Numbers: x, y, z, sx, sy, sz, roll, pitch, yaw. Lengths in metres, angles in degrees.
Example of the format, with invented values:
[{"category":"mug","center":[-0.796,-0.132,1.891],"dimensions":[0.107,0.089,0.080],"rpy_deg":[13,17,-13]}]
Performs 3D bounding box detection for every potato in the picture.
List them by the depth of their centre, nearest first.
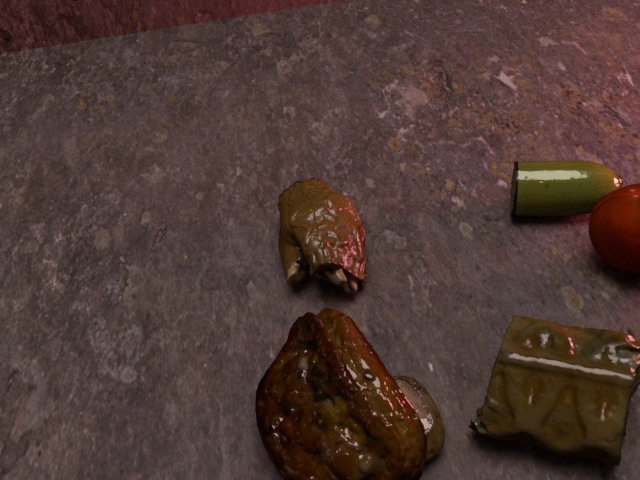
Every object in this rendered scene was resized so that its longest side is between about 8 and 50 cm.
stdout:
[{"category":"potato","center":[0.157,0.312,1.389],"dimensions":[0.107,0.080,0.170],"rpy_deg":[-43,43,6]}]

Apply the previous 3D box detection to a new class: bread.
[{"category":"bread","center":[0.410,0.249,1.347],"dimensions":[0.252,0.239,0.196],"rpy_deg":[17,5,22]}]

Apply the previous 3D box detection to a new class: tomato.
[{"category":"tomato","center":[0.689,-0.026,1.611],"dimensions":[0.259,0.180,0.260],"rpy_deg":[-14,6,1]}]

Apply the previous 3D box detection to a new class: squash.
[{"category":"squash","center":[0.564,-0.118,1.802],"dimensions":[0.246,0.133,0.133],"rpy_deg":[1,40,10]}]

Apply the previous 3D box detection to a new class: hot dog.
[{"category":"hot dog","center":[0.021,0.280,1.352],"dimensions":[0.267,0.174,0.387],"rpy_deg":[-53,43,14]}]

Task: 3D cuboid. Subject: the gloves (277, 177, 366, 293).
[{"category":"gloves","center":[-0.005,-0.016,1.755],"dimensions":[0.203,0.155,0.356],"rpy_deg":[-18,44,-6]}]
